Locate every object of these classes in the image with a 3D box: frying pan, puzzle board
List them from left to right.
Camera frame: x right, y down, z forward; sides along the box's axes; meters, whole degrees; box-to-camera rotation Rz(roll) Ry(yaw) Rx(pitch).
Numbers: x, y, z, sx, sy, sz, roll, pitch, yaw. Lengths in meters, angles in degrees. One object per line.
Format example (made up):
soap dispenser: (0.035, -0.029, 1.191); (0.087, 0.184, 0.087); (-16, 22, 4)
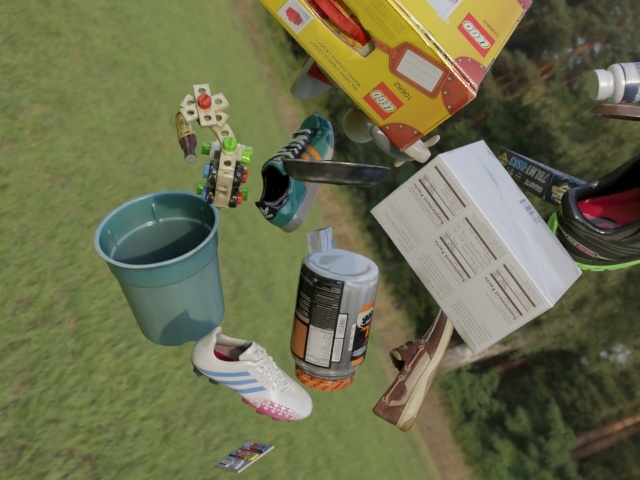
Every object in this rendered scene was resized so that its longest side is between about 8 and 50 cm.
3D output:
puzzle board: (-0.165, 0.459, 1.892); (0.128, 0.096, 0.011); (-15, -77, 60)
frying pan: (-0.002, -0.130, 1.640); (0.326, 0.197, 0.053); (-170, -96, -65)

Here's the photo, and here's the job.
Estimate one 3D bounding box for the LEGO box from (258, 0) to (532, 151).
LEGO box: (0.093, -0.463, 1.514); (0.500, 0.193, 0.372); (46, 44, -9)

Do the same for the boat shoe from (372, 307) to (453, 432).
boat shoe: (0.225, 0.290, 2.142); (0.123, 0.342, 0.123); (24, -25, 10)

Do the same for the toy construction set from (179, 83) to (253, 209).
toy construction set: (-0.217, -0.194, 1.973); (0.328, 0.151, 0.215); (80, 13, -63)

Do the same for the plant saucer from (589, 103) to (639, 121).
plant saucer: (0.747, -0.314, 2.175); (0.168, 0.168, 0.029); (-82, 180, -85)

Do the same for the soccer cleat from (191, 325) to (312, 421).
soccer cleat: (-0.147, 0.318, 2.102); (0.331, 0.143, 0.116); (28, 36, -12)

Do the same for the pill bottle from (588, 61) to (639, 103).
pill bottle: (0.821, -0.422, 2.383); (0.108, 0.180, 0.108); (175, -90, -87)

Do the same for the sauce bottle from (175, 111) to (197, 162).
sauce bottle: (-0.289, -0.226, 1.928); (0.042, 0.042, 0.128); (62, 10, -55)

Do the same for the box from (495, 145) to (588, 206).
box: (0.573, -0.109, 2.020); (0.293, 0.073, 0.295); (18, 12, -17)

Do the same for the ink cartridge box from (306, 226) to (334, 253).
ink cartridge box: (0.000, 0.000, 1.959); (0.083, 0.028, 0.048); (-21, 104, -66)

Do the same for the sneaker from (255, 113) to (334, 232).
sneaker: (-0.061, -0.176, 2.035); (0.121, 0.108, 0.302); (36, 62, -40)

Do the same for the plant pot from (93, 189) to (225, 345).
plant pot: (-0.419, 0.093, 2.473); (0.341, 0.341, 0.334); (-110, -171, -53)

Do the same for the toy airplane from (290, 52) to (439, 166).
toy airplane: (0.100, -0.327, 1.949); (0.386, 0.384, 0.273); (-63, 175, -50)

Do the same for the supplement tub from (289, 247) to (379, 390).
supplement tub: (0.029, 0.195, 2.168); (0.194, 0.193, 0.316); (-108, -156, -64)

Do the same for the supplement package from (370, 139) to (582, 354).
supplement package: (0.238, 0.003, 1.333); (0.262, 0.145, 0.204); (55, 29, 7)

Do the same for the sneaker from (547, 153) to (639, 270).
sneaker: (0.655, -0.066, 1.597); (0.202, 0.482, 0.185); (61, 15, -59)
